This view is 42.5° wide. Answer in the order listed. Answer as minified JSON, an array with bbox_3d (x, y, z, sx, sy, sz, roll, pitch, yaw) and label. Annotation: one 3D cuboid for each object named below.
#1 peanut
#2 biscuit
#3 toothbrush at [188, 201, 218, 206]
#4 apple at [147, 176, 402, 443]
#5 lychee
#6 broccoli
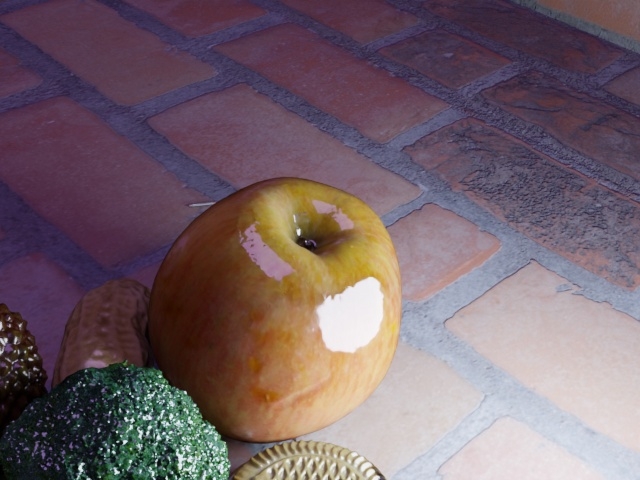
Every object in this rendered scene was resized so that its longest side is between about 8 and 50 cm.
[{"bbox_3d":[-0.328,0.166,1.286,0.153,0.140,0.325,21,32,-11],"label":"peanut"},{"bbox_3d":[-0.021,0.377,1.108,0.259,0.079,0.259,4,38,-3],"label":"biscuit"},{"bbox_3d":[-0.225,-0.077,1.708,0.097,0.006,0.008,-7,28,-17],"label":"toothbrush"},{"bbox_3d":[-0.059,0.094,1.250,0.391,0.346,0.391,9,38,-7],"label":"apple"},{"bbox_3d":[-0.486,0.207,1.125,0.236,0.271,0.236,24,18,-8],"label":"lychee"},{"bbox_3d":[-0.264,0.290,1.061,0.294,0.245,0.265,12,59,1],"label":"broccoli"}]
